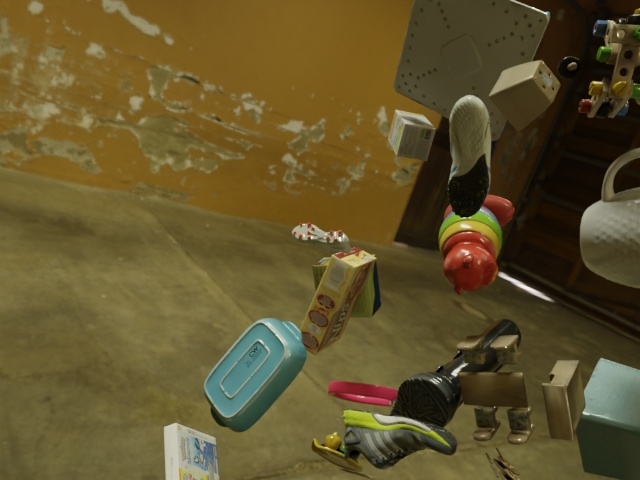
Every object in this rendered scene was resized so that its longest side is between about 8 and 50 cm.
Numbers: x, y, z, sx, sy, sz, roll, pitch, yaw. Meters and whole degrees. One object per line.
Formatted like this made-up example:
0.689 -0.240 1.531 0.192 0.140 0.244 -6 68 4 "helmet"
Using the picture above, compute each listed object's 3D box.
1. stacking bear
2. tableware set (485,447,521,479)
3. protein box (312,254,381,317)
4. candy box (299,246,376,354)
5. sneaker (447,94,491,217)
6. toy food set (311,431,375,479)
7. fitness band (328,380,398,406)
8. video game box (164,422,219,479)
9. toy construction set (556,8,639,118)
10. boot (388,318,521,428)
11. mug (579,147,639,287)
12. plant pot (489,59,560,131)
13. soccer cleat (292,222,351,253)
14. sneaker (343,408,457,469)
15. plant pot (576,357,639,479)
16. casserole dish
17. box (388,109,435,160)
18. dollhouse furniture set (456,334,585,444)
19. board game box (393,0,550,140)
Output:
0.363 0.017 1.338 0.164 0.175 0.289 21 33 6 "stacking bear"
0.539 0.654 1.568 0.128 0.039 0.194 37 3 8 "tableware set"
0.097 0.165 2.015 0.201 0.199 0.136 -4 10 21 "protein box"
0.049 0.186 1.739 0.088 0.316 0.183 31 19 21 "candy box"
0.295 -0.163 1.092 0.085 0.237 0.086 4 12 25 "sneaker"
0.066 0.601 1.588 0.128 0.071 0.218 -4 -39 39 "toy food set"
0.170 0.575 2.081 0.291 0.054 0.209 -1 -24 25 "fitness band"
-0.339 0.609 1.480 0.187 0.048 0.205 45 23 -49 "video game box"
0.765 -0.409 1.346 0.309 0.257 0.237 33 9 1 "toy construction set"
0.411 0.361 1.539 0.445 0.367 0.146 -26 67 -27 "boot"
0.839 -0.053 1.389 0.328 0.374 0.276 -2 21 41 "mug"
0.453 -0.325 1.211 0.109 0.109 0.096 44 -32 -15 "plant pot"
0.000 0.000 1.568 0.196 0.068 0.076 12 -35 39 "soccer cleat"
0.175 0.466 1.275 0.300 0.121 0.111 -8 -25 43 "sneaker"
0.894 0.523 1.559 0.252 0.247 0.248 6 36 44 "plant pot"
-0.105 0.195 0.831 0.114 0.188 0.037 41 -2 36 "casserole dish"
0.299 -0.352 1.849 0.103 0.114 0.203 9 25 -6 "box"
0.405 0.322 1.162 0.242 0.212 0.161 -8 4 34 "dollhouse furniture set"
0.424 -0.544 1.634 0.390 0.390 0.050 34 49 23 "board game box"
